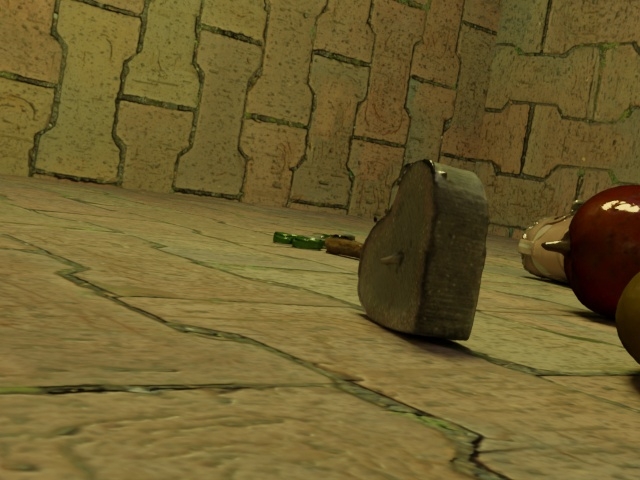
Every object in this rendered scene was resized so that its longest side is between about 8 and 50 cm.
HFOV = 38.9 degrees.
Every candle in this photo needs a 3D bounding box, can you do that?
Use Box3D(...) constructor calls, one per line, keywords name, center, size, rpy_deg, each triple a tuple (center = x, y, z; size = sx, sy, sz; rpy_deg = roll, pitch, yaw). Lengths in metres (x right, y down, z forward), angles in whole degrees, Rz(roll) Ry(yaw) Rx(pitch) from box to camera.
Box3D(name="candle", center=(0.100, 0.025, 0.890), size=(0.068, 0.192, 0.168), rpy_deg=(8, 48, -19))

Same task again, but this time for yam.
Box3D(name="yam", center=(0.066, 0.018, 1.627), size=(0.145, 0.032, 0.032), rpy_deg=(13, 6, 39))

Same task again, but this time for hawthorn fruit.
Box3D(name="hawthorn fruit", center=(0.438, 0.016, 1.268), size=(0.250, 0.215, 0.215), rpy_deg=(11, 5, 15))

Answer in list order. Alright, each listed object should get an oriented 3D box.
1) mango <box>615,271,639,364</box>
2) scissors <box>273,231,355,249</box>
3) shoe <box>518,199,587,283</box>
Box3D(name="mango", center=(0.352, 0.075, 0.776), size=(0.195, 0.142, 0.331), rpy_deg=(13, -4, -1))
Box3D(name="scissors", center=(0.000, 0.000, 1.766), size=(0.101, 0.027, 0.204), rpy_deg=(15, 9, 36))
Box3D(name="shoe", center=(0.565, 0.011, 1.820), size=(0.351, 0.171, 0.198), rpy_deg=(8, 1, -37))
